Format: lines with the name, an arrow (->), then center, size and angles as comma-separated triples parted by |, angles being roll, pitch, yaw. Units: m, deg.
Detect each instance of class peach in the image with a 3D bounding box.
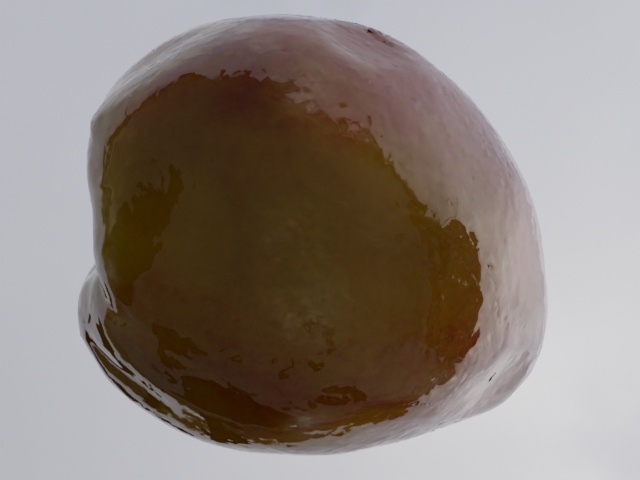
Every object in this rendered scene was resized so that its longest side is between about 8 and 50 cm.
peach -> 0.002, -0.005, 1.276 | 0.308, 0.289, 0.289 | 4, -63, -6
